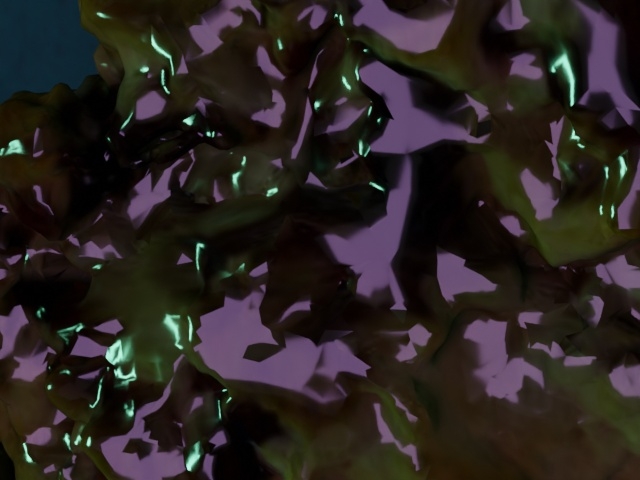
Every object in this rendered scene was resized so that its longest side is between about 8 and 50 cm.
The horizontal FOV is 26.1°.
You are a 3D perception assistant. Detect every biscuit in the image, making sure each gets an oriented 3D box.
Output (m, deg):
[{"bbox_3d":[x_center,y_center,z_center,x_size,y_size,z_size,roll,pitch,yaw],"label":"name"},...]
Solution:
[{"bbox_3d":[0.033,0.020,0.406,0.334,0.081,0.289,-8,102,20],"label":"biscuit"}]

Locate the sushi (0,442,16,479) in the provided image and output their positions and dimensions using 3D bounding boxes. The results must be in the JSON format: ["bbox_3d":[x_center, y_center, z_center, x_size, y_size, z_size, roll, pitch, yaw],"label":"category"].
[{"bbox_3d":[-0.193,0.075,0.553,0.184,0.139,0.274,-3,100,29],"label":"sushi"}]
